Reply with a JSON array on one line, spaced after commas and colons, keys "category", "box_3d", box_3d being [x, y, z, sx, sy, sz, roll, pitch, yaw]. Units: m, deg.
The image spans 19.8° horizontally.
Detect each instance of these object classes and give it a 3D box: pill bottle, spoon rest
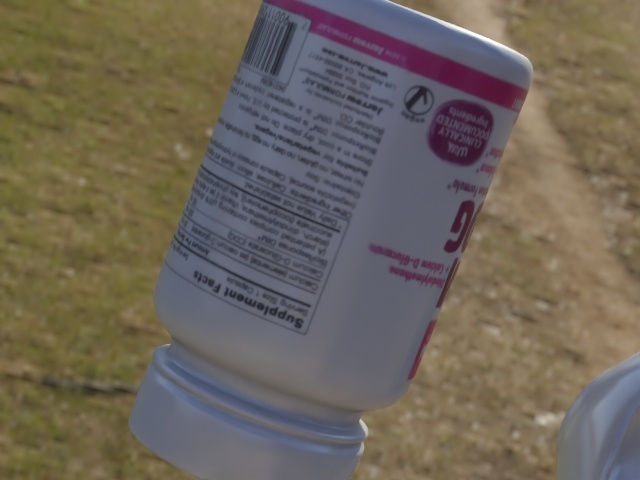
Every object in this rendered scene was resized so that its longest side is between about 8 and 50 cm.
[{"category": "pill bottle", "box_3d": [0.000, 0.000, 1.055, 0.160, 0.283, 0.160, 21, 7, -3]}, {"category": "spoon rest", "box_3d": [0.158, 0.168, 1.146, 0.276, 0.137, 0.084, -39, 56, -22]}]
